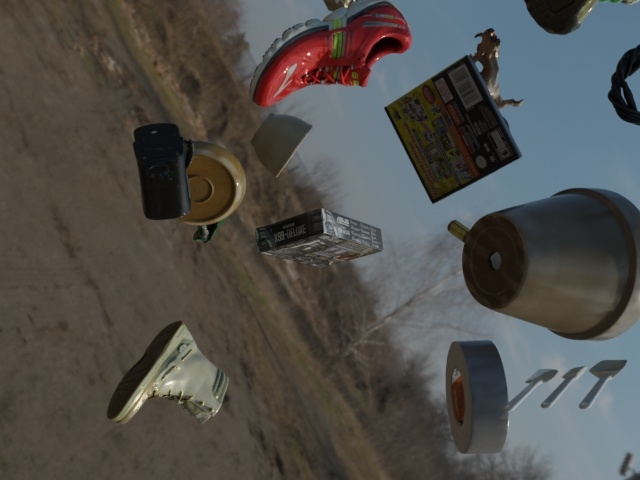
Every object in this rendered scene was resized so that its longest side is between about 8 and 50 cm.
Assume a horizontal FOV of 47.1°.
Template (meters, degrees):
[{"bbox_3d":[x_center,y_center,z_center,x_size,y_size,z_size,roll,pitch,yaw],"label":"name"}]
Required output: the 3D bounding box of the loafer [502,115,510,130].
[{"bbox_3d":[0.465,-0.384,2.370,0.133,0.130,0.366,8,24,-33],"label":"loafer"}]

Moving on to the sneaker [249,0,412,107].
[{"bbox_3d":[0.021,-0.274,1.113,0.118,0.279,0.107,54,-13,14],"label":"sneaker"}]

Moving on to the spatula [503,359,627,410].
[{"bbox_3d":[0.413,0.241,1.237,0.242,0.168,0.019,-12,93,-57],"label":"spatula"}]

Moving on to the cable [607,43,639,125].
[{"bbox_3d":[0.647,-0.311,1.444,0.047,0.150,0.185,49,55,-86],"label":"cable"}]

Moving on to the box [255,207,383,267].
[{"bbox_3d":[0.000,0.000,2.137,0.307,0.242,0.077,16,63,-51],"label":"box"}]

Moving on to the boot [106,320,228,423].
[{"bbox_3d":[-0.256,0.266,1.273,0.165,0.077,0.213,54,43,-22],"label":"boot"}]

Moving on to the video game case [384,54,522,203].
[{"bbox_3d":[0.316,-0.265,1.782,0.035,0.248,0.275,-20,82,-58],"label":"video game case"}]

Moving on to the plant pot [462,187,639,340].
[{"bbox_3d":[0.455,0.047,1.490,0.323,0.280,0.323,-5,-95,62],"label":"plant pot"}]

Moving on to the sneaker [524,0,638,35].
[{"bbox_3d":[0.442,-0.421,1.109,0.182,0.410,0.158,43,-34,-20],"label":"sneaker"}]

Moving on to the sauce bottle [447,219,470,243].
[{"bbox_3d":[0.406,-0.011,2.036,0.128,0.042,0.042,45,-13,43],"label":"sauce bottle"}]

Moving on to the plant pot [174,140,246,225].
[{"bbox_3d":[-0.298,-0.129,1.781,0.032,0.236,0.236,-103,169,-55],"label":"plant pot"}]

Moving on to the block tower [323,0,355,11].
[{"bbox_3d":[0.122,-0.752,1.974,0.091,0.335,0.097,30,-15,39],"label":"block tower"}]

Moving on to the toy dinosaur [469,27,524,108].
[{"bbox_3d":[0.391,-0.391,1.934,0.200,0.295,0.127,58,22,20],"label":"toy dinosaur"}]

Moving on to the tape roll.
[{"bbox_3d":[0.304,0.306,1.446,0.219,0.072,0.219,179,-90,-86],"label":"tape roll"}]

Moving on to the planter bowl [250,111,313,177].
[{"bbox_3d":[-0.108,-0.254,1.854,0.109,0.162,0.162,35,1,-6],"label":"planter bowl"}]

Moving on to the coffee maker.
[{"bbox_3d":[-0.337,-0.128,1.542,0.178,0.120,0.171,94,6,-46],"label":"coffee maker"}]

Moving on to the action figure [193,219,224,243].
[{"bbox_3d":[-0.307,-0.065,2.041,0.232,0.063,0.137,125,-37,-46],"label":"action figure"}]
